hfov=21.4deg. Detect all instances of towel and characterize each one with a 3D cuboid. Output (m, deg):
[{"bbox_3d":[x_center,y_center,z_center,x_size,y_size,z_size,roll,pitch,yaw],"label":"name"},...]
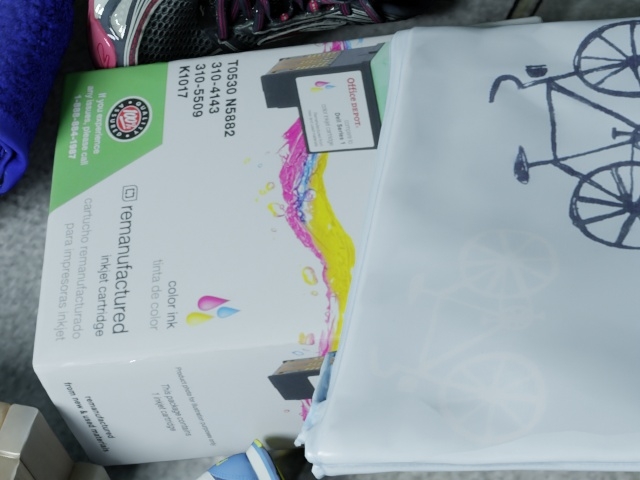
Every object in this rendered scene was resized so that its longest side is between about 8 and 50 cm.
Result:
[{"bbox_3d":[-0.196,-0.144,1.048,0.228,0.076,0.308,-21,46,47],"label":"towel"}]

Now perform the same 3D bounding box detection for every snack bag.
[{"bbox_3d":[0.175,-0.023,0.771,0.343,0.037,0.323,-1,43,14],"label":"snack bag"}]

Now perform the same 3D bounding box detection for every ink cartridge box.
[{"bbox_3d":[0.000,0.000,0.928,0.278,0.117,0.201,-6,54,8],"label":"ink cartridge box"}]

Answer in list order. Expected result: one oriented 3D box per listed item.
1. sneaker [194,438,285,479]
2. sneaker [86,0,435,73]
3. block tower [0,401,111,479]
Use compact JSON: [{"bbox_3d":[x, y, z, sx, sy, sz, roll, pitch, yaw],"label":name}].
[{"bbox_3d":[-0.032,0.171,0.861,0.059,0.053,0.144,-21,47,0],"label":"sneaker"},{"bbox_3d":[-0.006,-0.170,1.022,0.299,0.121,0.112,-28,59,-24],"label":"sneaker"},{"bbox_3d":[-0.288,0.123,0.924,0.335,0.097,0.091,9,59,17],"label":"block tower"}]
